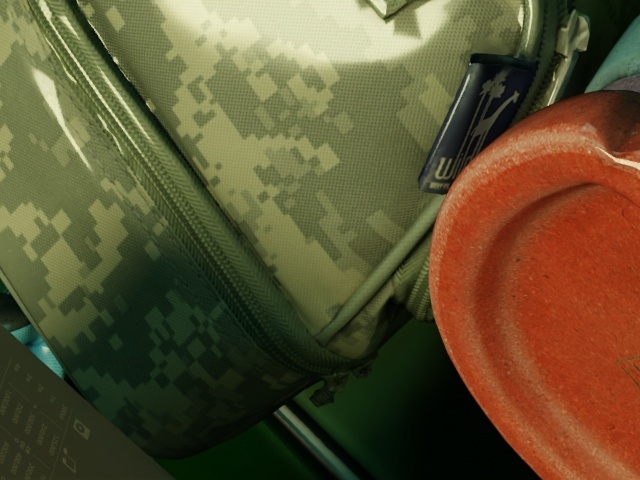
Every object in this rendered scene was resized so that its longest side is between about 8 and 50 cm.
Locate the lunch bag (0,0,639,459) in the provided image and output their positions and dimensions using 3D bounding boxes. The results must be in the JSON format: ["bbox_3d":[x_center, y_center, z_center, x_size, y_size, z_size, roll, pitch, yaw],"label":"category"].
[{"bbox_3d":[0.031,-0.084,0.712,0.256,0.212,0.305,-36,-2,35],"label":"lunch bag"}]

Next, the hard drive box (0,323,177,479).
[{"bbox_3d":[-0.115,0.148,0.622,0.181,0.232,0.089,-36,24,24],"label":"hard drive box"}]

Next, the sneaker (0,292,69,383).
[{"bbox_3d":[-0.273,0.157,1.041,0.139,0.125,0.341,1,52,55],"label":"sneaker"}]

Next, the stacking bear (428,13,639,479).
[{"bbox_3d":[0.180,-0.044,0.556,0.289,0.175,0.164,-45,9,-24],"label":"stacking bear"}]
